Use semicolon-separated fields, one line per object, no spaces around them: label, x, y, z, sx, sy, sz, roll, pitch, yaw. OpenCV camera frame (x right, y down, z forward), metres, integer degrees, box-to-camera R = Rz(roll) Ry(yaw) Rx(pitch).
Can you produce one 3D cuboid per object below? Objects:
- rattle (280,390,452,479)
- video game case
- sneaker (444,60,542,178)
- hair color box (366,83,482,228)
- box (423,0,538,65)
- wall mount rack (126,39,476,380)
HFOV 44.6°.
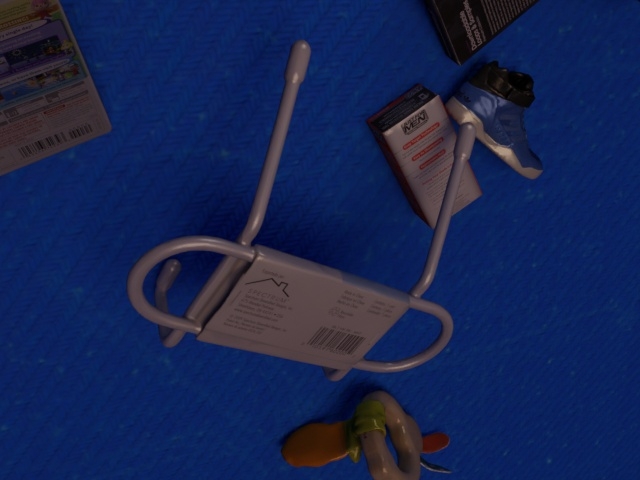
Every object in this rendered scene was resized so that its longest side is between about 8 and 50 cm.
rattle;0.069;0.276;1.002;0.143;0.130;0.200;-39;154;13
video game case;-0.281;-0.103;0.591;0.212;0.023;0.193;-24;158;-11
sneaker;0.211;-0.132;0.844;0.152;0.058;0.084;33;109;-28
hair color box;0.113;-0.087;0.832;0.072;0.043;0.141;-34;127;-3
box;0.173;-0.263;0.758;0.162;0.029;0.116;-41;140;-1
wall mount rack;0.000;0.000;0.752;0.350;0.130;0.304;18;125;-32
